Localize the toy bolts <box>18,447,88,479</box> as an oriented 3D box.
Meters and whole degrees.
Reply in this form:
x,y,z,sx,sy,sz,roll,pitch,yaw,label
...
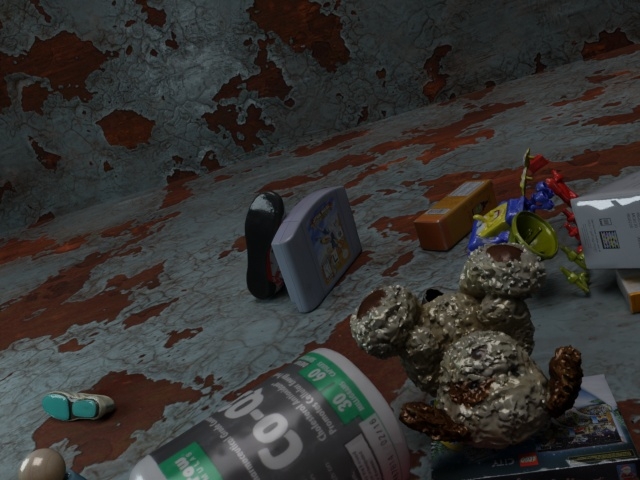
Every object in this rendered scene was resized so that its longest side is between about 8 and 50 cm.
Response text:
x,y,z,sx,sy,sz,roll,pitch,yaw,label
-0.310,0.358,0.824,0.218,0.159,0.228,-29,23,-25,toy bolts

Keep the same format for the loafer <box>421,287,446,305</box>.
x,y,z,sx,sy,sz,roll,pitch,yaw,label
0.228,0.136,1.039,0.080,0.078,0.220,-27,22,-21,loafer

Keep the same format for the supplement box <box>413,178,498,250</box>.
x,y,z,sx,sy,sz,roll,pitch,yaw,label
0.320,-0.063,1.464,0.233,0.078,0.080,-33,22,-35,supplement box

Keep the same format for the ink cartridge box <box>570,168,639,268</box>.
x,y,z,sx,sy,sz,roll,pitch,yaw,label
0.620,-0.061,1.008,0.309,0.130,0.271,-20,8,-30,ink cartridge box

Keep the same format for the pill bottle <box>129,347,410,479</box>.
x,y,z,sx,sy,sz,roll,pitch,yaw,label
-0.089,0.298,0.726,0.361,0.204,0.204,-29,23,-26,pill bottle

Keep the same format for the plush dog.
x,y,z,sx,sy,sz,roll,pitch,yaw,label
0.193,0.159,0.794,0.262,0.211,0.225,-20,38,2,plush dog

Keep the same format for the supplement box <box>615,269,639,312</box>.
x,y,z,sx,sy,sz,roll,pitch,yaw,label
0.518,0.073,1.010,0.062,0.036,0.098,-12,22,17,supplement box

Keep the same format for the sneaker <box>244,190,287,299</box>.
x,y,z,sx,sy,sz,roll,pitch,yaw,label
-0.096,-0.007,1.430,0.090,0.270,0.145,22,32,25,sneaker

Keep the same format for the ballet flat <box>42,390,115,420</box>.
x,y,z,sx,sy,sz,roll,pitch,yaw,label
-0.468,0.322,1.221,0.168,0.057,0.052,-1,-1,30,ballet flat

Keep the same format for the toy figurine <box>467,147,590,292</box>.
x,y,z,sx,sy,sz,roll,pitch,yaw,label
0.382,0.004,1.237,0.217,0.191,0.363,-41,13,37,toy figurine

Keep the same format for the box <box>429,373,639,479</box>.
x,y,z,sx,sy,sz,roll,pitch,yaw,label
0.255,0.248,0.784,0.233,0.044,0.159,-13,21,15,box

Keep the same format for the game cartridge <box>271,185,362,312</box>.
x,y,z,sx,sy,sz,roll,pitch,yaw,label
0.000,0.000,1.405,0.062,0.198,0.297,0,27,29,game cartridge
